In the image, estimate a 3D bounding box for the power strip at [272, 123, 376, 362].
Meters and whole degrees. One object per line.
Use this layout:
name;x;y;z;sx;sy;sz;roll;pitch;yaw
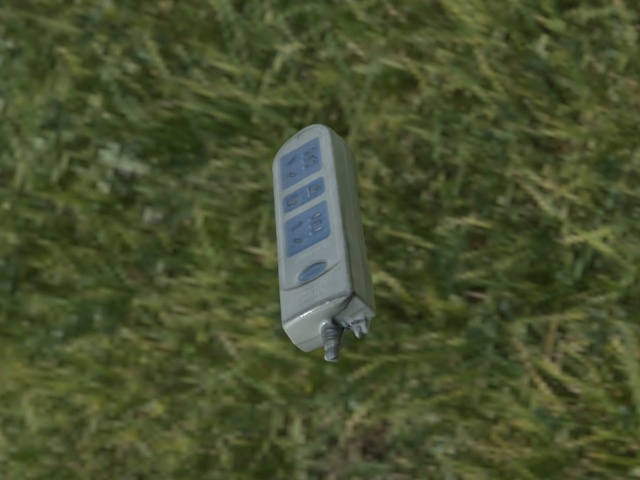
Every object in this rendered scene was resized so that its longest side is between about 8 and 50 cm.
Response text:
power strip;0.000;0.000;1.043;0.047;0.030;0.191;-28;38;18
